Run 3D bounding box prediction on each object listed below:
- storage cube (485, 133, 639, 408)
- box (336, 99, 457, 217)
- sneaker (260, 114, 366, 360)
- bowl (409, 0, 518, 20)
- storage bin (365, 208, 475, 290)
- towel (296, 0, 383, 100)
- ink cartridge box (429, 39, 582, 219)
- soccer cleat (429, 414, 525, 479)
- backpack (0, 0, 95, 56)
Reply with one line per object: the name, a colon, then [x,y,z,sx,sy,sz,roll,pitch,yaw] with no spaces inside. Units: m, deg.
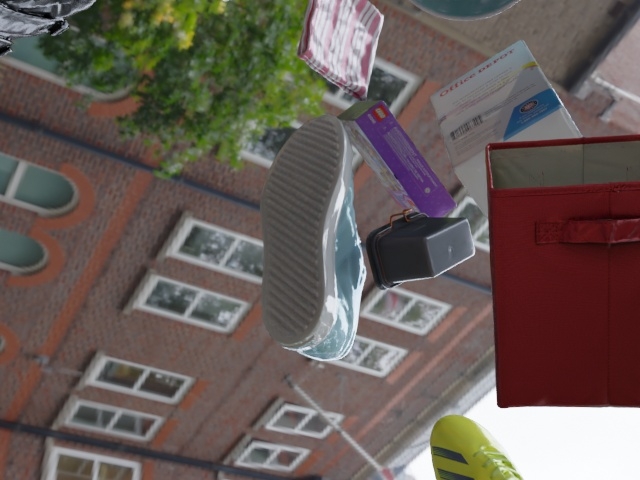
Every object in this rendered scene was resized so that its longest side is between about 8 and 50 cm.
storage cube: [0.242,0.020,0.718,0.215,0.184,0.193,-58,144,-70]
box: [0.117,-0.139,1.374,0.057,0.201,0.293,-37,-169,1]
sneaker: [0.000,0.000,1.175,0.135,0.150,0.366,-6,-118,28]
bowl: [0.260,-0.550,1.389,0.311,0.311,0.163,-46,-178,42]
storage bin: [0.141,0.004,1.115,0.091,0.135,0.098,-6,-77,44]
towel: [0.037,-0.302,1.208,0.029,0.197,0.144,10,-96,32]
ink cartridge box: [0.338,-0.176,1.429,0.198,0.197,0.270,-30,-149,18]
soccer cleat: [0.191,0.270,0.806,0.289,0.093,0.121,-113,-158,-49]
backpack: [-0.547,-0.406,1.173,0.290,0.273,0.355,-14,-169,19]
